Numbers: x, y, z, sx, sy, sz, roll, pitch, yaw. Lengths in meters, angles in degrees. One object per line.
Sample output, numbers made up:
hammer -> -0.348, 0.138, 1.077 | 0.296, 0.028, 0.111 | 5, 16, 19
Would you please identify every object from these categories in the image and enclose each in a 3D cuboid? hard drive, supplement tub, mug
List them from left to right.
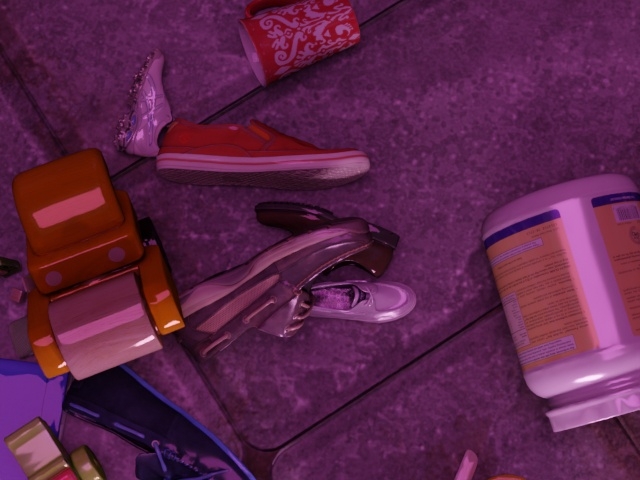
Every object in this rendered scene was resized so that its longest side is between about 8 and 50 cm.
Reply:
hard drive -> -0.550, 0.276, 1.901 | 0.318, 0.040, 0.210 | 7, 80, 1
mug -> -0.039, -0.340, 1.983 | 0.169, 0.113, 0.150 | -22, 82, -7
supplement tub -> 0.389, 0.092, 1.833 | 0.241, 0.241, 0.331 | -15, 80, -3

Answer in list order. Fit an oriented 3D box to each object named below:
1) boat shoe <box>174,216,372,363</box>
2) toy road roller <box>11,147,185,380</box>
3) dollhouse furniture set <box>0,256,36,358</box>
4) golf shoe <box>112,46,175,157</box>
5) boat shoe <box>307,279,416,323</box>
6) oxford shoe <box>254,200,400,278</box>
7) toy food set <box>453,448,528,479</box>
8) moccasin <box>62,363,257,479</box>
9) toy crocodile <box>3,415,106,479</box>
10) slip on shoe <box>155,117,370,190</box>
boat shoe -> -0.066, 0.076, 1.868 | 0.355, 0.132, 0.130 | -26, 92, 24
toy road roller -> -0.337, 0.019, 1.803 | 0.202, 0.329, 0.241 | -21, 119, -3
dollhouse furniture set -> -0.462, 0.100, 1.916 | 0.076, 0.058, 0.152 | -25, 76, 16
golf shoe -> -0.265, -0.214, 1.992 | 0.086, 0.069, 0.176 | 19, 82, -17
boat shoe -> 0.055, 0.088, 1.924 | 0.184, 0.063, 0.066 | 6, 79, 1
oxford shoe -> 0.000, 0.000, 1.933 | 0.227, 0.083, 0.096 | 19, 84, 5
toy food set -> 0.286, 0.413, 1.858 | 0.218, 0.071, 0.128 | 30, 81, 6
moccasin -> -0.233, 0.311, 1.858 | 0.342, 0.138, 0.117 | 34, 67, 19
toy crocodile -> -0.343, 0.410, 1.821 | 0.115, 0.105, 0.341 | -29, 99, -6
slip on shoe -> -0.088, -0.139, 1.944 | 0.331, 0.123, 0.101 | 4, 75, 6
